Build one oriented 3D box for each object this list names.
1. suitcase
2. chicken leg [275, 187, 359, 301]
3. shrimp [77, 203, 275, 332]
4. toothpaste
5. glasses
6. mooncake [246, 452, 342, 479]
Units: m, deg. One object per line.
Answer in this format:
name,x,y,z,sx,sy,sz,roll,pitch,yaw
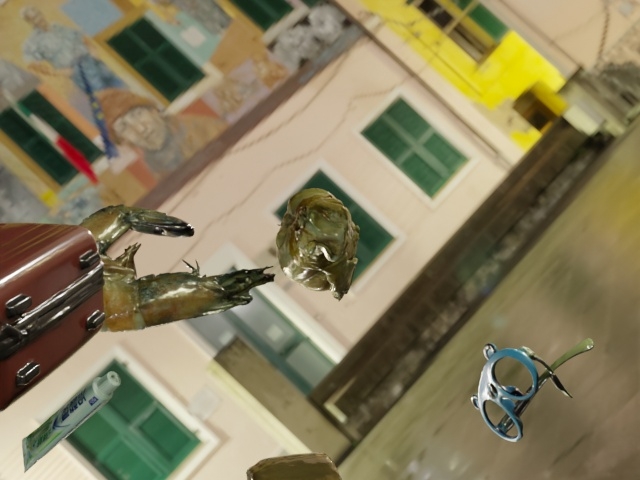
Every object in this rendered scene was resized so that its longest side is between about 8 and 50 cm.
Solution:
suitcase,-0.409,0.084,1.175,0.297,0.236,0.161,-51,-40,-68
chicken leg,0.000,0.000,1.671,0.152,0.201,0.429,-6,-6,-3
shrimp,-0.311,0.052,1.947,0.085,0.445,0.272,98,170,-64
toothpaste,-0.480,0.338,1.868,0.297,0.075,0.048,-39,-41,25
glasses,0.382,0.252,1.710,0.207,0.102,0.239,-9,-43,-7
mooncake,-0.042,0.493,1.608,0.155,0.284,0.284,-5,-14,-11
